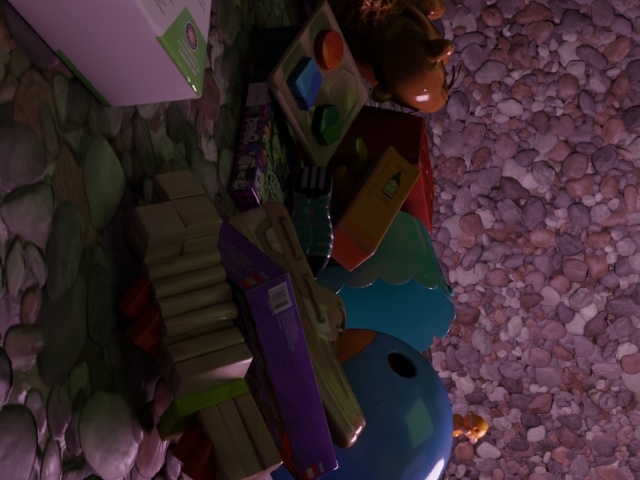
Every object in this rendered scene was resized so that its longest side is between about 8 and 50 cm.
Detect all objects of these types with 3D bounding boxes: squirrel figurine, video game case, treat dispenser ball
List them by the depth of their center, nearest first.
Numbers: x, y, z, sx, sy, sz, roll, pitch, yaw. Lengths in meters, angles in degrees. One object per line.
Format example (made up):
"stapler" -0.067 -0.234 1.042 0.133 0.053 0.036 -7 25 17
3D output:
"treat dispenser ball" 0.051 0.274 1.212 0.288 0.288 0.288 -5 90 -76
"video game case" -0.079 -0.099 1.318 0.232 0.041 0.210 66 24 -53
"squirrel figurine" 0.125 -0.439 1.684 0.397 0.281 0.370 51 17 -41

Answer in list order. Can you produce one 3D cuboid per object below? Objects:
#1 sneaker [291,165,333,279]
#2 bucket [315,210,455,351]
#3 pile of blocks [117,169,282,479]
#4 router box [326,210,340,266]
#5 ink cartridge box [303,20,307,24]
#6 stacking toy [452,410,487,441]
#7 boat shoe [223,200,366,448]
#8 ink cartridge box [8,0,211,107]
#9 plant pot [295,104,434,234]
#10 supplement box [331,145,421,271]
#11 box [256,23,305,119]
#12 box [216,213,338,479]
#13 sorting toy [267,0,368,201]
"sneaker" -0.014 -0.006 1.311 0.098 0.083 0.224 84 16 -60
"bucket" 0.101 0.084 1.525 0.281 0.281 0.183 68 14 -50
"pile of blocks" -0.156 0.112 0.876 0.112 0.149 0.362 -13 89 -33
"router box" 0.000 0.000 1.436 0.038 0.122 0.092 57 30 -49
"ink cartridge box" -0.016 -0.356 1.647 0.207 0.046 0.097 -78 157 -49
"stacking toy" 0.208 0.400 1.765 0.166 0.301 0.175 -20 104 -75
"boat shoe" -0.017 0.101 1.069 0.341 0.110 0.122 62 -21 12
"ink cartridge box" -0.189 -0.299 0.796 0.198 0.114 0.273 57 32 -63
"plant pot" 0.102 -0.121 1.652 0.267 0.235 0.267 -76 156 -53
"supplement box" 0.087 -0.058 1.400 0.078 0.080 0.233 39 51 -6
"box" -0.038 -0.300 1.445 0.158 0.093 0.156 -49 133 -69
"box" -0.076 0.131 1.000 0.201 0.057 0.293 36 -35 54
"sorting toy" 0.027 -0.223 1.386 0.307 0.041 0.229 59 46 -42
